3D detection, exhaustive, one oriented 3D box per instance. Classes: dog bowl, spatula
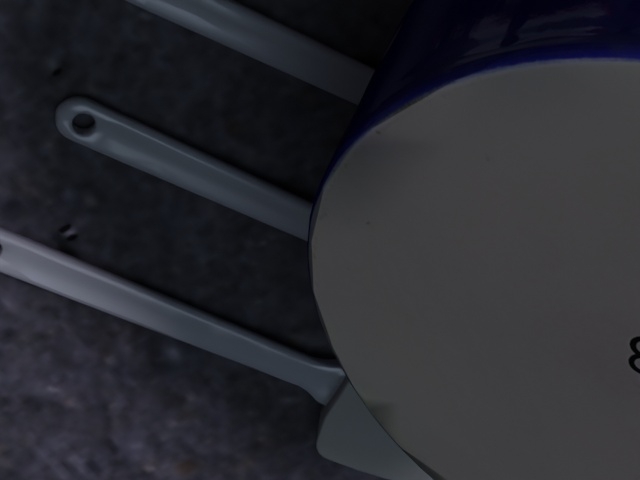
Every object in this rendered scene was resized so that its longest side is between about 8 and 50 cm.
[{"bbox_3d":[0.133,0.008,0.595,0.265,0.104,0.265,18,142,15],"label":"dog bowl"},{"bbox_3d":[0.000,0.000,0.714,0.242,0.019,0.168,22,117,-20],"label":"spatula"}]
